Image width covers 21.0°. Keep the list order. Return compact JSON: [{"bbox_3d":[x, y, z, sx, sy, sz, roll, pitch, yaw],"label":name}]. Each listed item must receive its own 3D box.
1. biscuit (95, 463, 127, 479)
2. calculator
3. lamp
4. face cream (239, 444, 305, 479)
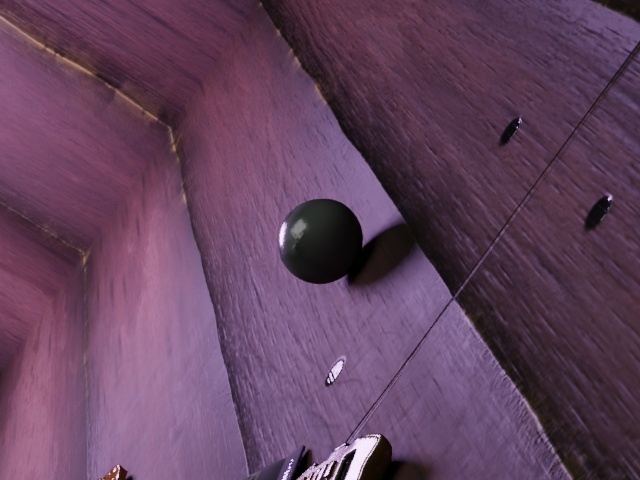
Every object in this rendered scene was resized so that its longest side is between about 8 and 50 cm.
[{"bbox_3d":[-0.314,0.375,2.437,0.140,0.023,0.118,-53,16,16],"label":"biscuit"},{"bbox_3d":[-0.002,0.274,1.696,0.236,0.033,0.157,-36,27,57],"label":"calculator"},{"bbox_3d":[0.000,0.000,2.084,0.105,0.105,0.105,-51,17,22],"label":"lamp"},{"bbox_3d":[-0.126,0.329,1.864,0.274,0.096,0.154,-41,6,24],"label":"face cream"}]
